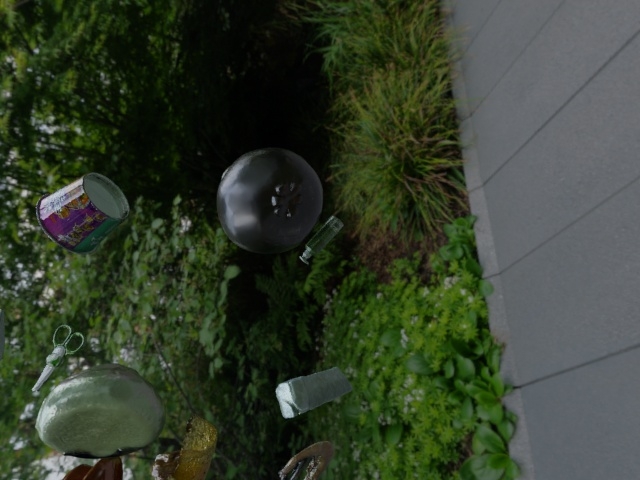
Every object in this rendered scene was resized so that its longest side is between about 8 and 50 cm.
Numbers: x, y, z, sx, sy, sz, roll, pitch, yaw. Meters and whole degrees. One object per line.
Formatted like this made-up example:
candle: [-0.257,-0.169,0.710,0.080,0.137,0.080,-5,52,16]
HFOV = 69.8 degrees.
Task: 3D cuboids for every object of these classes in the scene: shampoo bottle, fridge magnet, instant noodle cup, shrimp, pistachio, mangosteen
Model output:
shampoo bottle: [0.000,0.000,1.721,0.204,0.065,0.065,-48,12,-6]
fridge magnet: [-0.640,0.747,1.205,0.363,0.155,0.363,18,-90,-89]
instant noodle cup: [-0.793,-0.103,1.569,0.190,0.251,0.251,-31,30,14]
shrimp: [-0.041,0.616,1.216,0.046,0.152,0.219,46,131,42]
pistachio: [-0.483,0.809,1.566,0.165,0.210,0.130,-56,-6,-1]
mangosteen: [-0.196,-0.139,1.641,0.435,0.382,0.381,8,86,62]

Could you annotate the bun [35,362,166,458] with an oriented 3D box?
bun: [-0.540,0.407,1.157,0.187,0.293,0.293,-112,35,-50]

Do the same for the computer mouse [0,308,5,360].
computer mouse: [-1.042,0.307,1.403,0.079,0.128,0.230,76,168,-55]

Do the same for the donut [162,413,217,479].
donut: [-0.361,0.625,1.280,0.152,0.101,0.259,107,178,-67]

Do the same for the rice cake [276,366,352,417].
rice cake: [-0.013,0.301,0.925,0.063,0.206,0.069,-30,72,24]

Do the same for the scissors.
scissors: [-0.793,0.356,1.374,0.204,0.101,0.027,-59,-13,-13]
